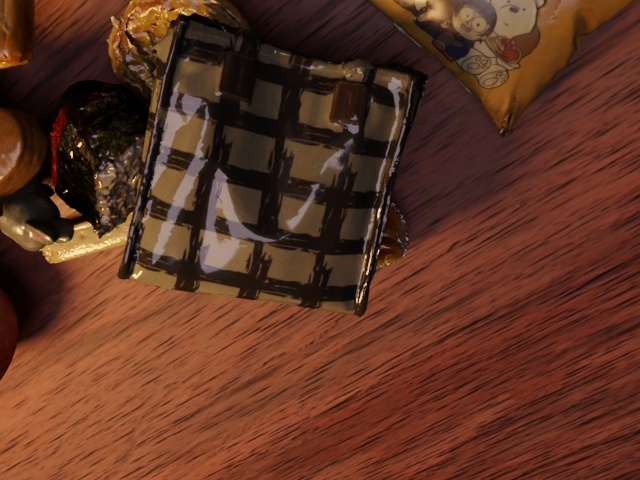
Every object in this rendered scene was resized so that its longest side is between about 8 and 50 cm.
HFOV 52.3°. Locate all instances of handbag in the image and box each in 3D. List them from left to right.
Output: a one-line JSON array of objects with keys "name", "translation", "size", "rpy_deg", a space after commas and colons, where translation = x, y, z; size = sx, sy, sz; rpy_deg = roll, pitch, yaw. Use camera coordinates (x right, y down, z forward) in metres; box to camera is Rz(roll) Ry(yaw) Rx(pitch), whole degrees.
[{"name": "handbag", "translation": [-0.064, -0.087, 0.812], "size": [0.325, 0.162, 0.327], "rpy_deg": [10, 112, -14]}]

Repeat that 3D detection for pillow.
[{"name": "pillow", "translation": [0.226, -0.329, 0.774], "size": [0.310, 0.119, 0.312], "rpy_deg": [41, 115, -8]}]

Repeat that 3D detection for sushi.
[{"name": "sushi", "translation": [-0.295, -0.112, 0.909], "size": [0.126, 0.136, 0.225], "rpy_deg": [39, 144, 8]}]

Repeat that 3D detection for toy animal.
[{"name": "toy animal", "translation": [-0.446, -0.043, 0.954], "size": [0.236, 0.138, 0.108], "rpy_deg": [51, 131, 32]}]

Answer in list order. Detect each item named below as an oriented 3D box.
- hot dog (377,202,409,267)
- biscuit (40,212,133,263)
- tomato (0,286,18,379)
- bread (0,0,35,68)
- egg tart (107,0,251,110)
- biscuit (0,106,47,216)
[{"name": "hot dog", "translation": [0.000, 0.000, 0.988], "size": [0.267, 0.075, 0.144], "rpy_deg": [-15, 112, 16]}, {"name": "biscuit", "translation": [-0.360, -0.011, 1.045], "size": [0.188, 0.052, 0.056], "rpy_deg": [-14, 102, 11]}, {"name": "tomato", "translation": [-0.635, 0.153, 1.064], "size": [0.270, 0.227, 0.270], "rpy_deg": [-1, 99, -4]}, {"name": "bread", "translation": [-0.417, -0.350, 0.814], "size": [0.139, 0.077, 0.271], "rpy_deg": [0, 84, -6]}, {"name": "egg tart", "translation": [-0.164, -0.233, 0.891], "size": [0.252, 0.098, 0.232], "rpy_deg": [34, 122, -5]}, {"name": "biscuit", "translation": [-0.571, -0.186, 0.892], "size": [0.368, 0.076, 0.394], "rpy_deg": [-17, 86, 16]}]
